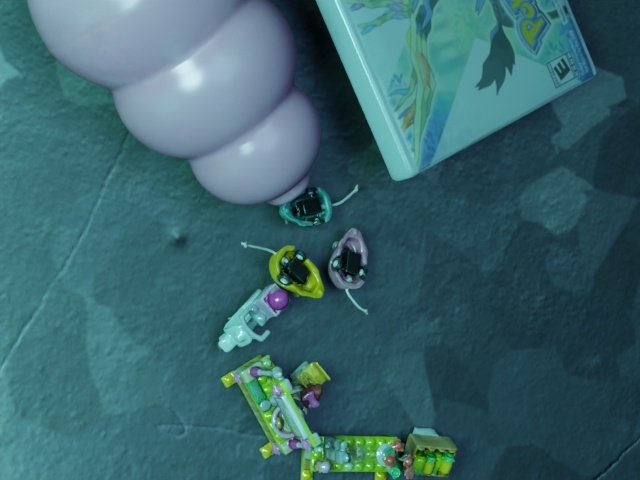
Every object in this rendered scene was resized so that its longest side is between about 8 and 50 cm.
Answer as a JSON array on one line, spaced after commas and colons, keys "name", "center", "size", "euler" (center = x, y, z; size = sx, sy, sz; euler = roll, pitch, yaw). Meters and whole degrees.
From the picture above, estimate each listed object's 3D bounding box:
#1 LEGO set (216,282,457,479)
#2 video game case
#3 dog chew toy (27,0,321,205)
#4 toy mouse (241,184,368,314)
[{"name": "LEGO set", "center": [0.019, 0.174, 1.537], "size": [0.287, 0.107, 0.132], "euler": [41, 73, -16]}, {"name": "video game case", "center": [0.120, -0.264, 1.604], "size": [0.300, 0.036, 0.329], "euler": [-29, 100, -36]}, {"name": "dog chew toy", "center": [-0.116, -0.172, 1.455], "size": [0.206, 0.206, 0.332], "euler": [-44, 112, -19]}, {"name": "toy mouse", "center": [0.000, 0.000, 1.575], "size": [0.161, 0.031, 0.143], "euler": [41, 56, -23]}]
